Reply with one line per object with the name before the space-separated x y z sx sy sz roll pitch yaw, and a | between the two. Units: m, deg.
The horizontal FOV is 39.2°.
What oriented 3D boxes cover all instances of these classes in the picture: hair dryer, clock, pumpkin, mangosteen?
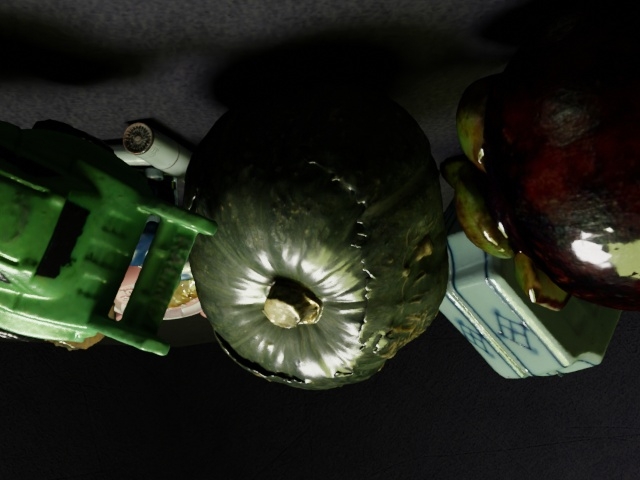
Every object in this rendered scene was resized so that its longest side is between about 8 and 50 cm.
hair dryer | -0.261 -0.105 1.147 0.183 0.044 0.155 -2 168 17
clock | -0.306 0.057 1.703 0.227 0.142 0.241 -5 159 2
pumpkin | 0.000 0.000 0.973 0.292 0.327 0.257 -8 -153 26
mangosteen | 0.270 -0.078 0.820 0.312 0.311 0.311 -4 168 -1

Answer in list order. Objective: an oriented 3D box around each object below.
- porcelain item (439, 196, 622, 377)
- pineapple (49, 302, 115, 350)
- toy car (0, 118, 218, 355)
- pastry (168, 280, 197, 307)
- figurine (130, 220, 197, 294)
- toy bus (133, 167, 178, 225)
porcelain item | 0.301 0.035 1.296 0.286 0.281 0.157 45 143 -16
pineapple | -0.425 0.088 1.377 0.251 0.125 0.125 15 -176 42
toy car | -0.301 -0.025 0.835 0.359 0.213 0.176 26 173 -30
pastry | -0.208 0.030 1.504 0.193 0.093 0.182 -26 -161 41
figurine | -0.107 0.028 1.204 0.339 0.283 0.204 -1 161 -31
toy bus | -0.289 -0.056 1.235 0.101 0.088 0.175 -12 168 43
